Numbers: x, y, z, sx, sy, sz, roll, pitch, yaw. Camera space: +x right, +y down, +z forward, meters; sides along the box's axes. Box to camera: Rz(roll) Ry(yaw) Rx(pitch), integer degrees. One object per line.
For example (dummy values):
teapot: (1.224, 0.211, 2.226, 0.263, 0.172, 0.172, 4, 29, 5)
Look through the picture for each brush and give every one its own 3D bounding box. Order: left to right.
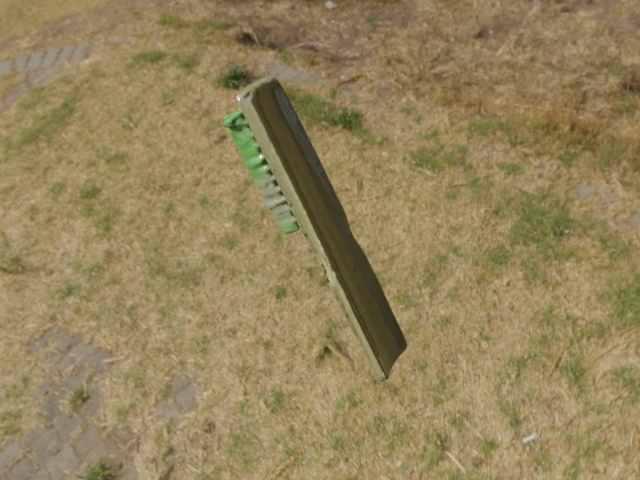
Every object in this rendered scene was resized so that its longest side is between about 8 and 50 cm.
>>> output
brush: (0.000, 0.000, 0.506, 0.048, 0.282, 0.054, -11, 26, 40)
